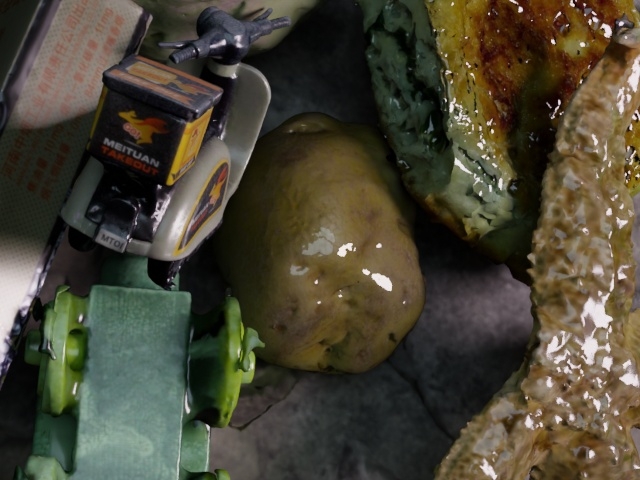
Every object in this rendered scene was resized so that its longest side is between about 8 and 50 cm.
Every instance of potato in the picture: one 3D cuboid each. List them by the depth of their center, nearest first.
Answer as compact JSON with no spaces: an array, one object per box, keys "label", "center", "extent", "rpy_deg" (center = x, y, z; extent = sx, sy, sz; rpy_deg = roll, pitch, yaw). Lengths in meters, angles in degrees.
[{"label":"potato","center":[-0.002,0.002,0.945],"extent":[0.154,0.137,0.200],"rpy_deg":[15,65,-40]}]

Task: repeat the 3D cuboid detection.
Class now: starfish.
[{"label":"starfish","center":[0.241,0.093,0.933],"extent":[0.324,0.082,0.432],"rpy_deg":[33,71,-26]}]

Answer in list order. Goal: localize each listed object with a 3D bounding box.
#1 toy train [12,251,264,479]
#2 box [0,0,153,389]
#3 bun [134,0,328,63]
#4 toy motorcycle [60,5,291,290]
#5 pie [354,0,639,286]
[{"label":"toy train","center":[-0.134,0.147,0.841],"extent":[0.159,0.188,0.272],"rpy_deg":[6,68,-11]},{"label":"box","center":[-0.249,-0.033,0.868],"extent":[0.084,0.198,0.310],"rpy_deg":[32,65,-33]},{"label":"bun","center":[-0.098,-0.232,0.918],"extent":[0.283,0.283,0.179],"rpy_deg":[3,48,-10]},{"label":"toy motorcycle","center":[-0.092,-0.069,0.836],"extent":[0.090,0.263,0.157],"rpy_deg":[22,113,2]},{"label":"pie","center":[0.160,-0.138,0.999],"extent":[0.288,0.103,0.355],"rpy_deg":[1,73,-40]}]
